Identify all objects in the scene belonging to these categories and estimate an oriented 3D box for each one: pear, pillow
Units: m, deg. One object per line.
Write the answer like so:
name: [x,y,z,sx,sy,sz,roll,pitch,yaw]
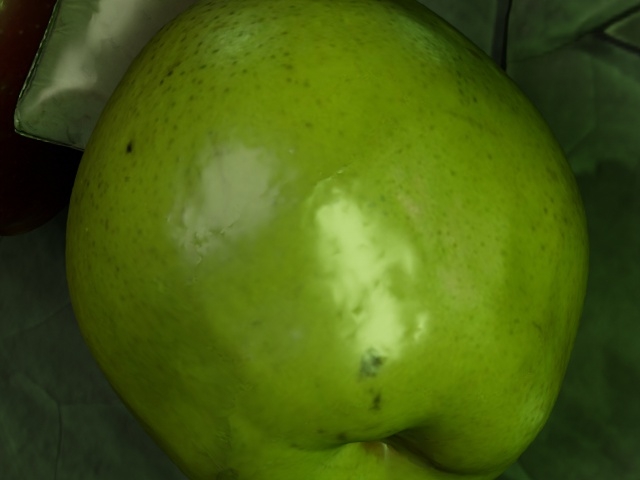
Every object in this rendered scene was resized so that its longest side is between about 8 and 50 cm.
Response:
pear: [0.000,0.000,0.941,0.294,0.294,0.294,-9,78,45]
pillow: [-0.056,-0.177,1.107,0.075,0.185,0.302,-97,26,-77]

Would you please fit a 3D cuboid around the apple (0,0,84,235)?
apple: [-0.264,-0.155,1.234,0.288,0.288,0.316,29,112,44]
